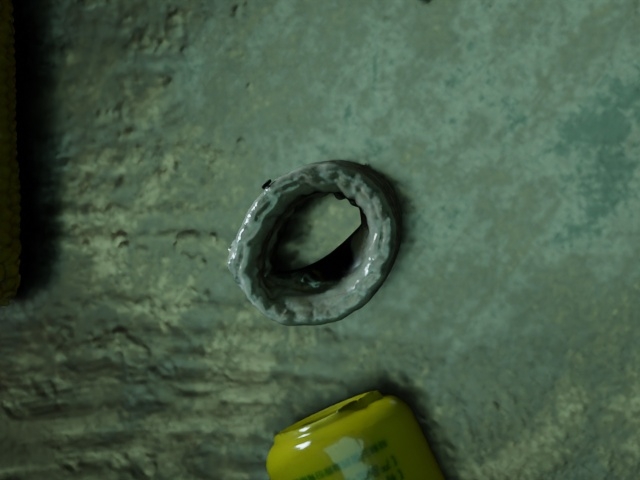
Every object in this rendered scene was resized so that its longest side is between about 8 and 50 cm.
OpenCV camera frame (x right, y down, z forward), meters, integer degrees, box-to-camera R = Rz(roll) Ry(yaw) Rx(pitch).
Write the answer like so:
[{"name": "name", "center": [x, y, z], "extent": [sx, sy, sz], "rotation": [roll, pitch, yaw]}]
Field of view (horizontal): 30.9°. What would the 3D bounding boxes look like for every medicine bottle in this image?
[{"name": "medicine bottle", "center": [0.070, 0.254, 0.791], "extent": [0.111, 0.076, 0.308], "rotation": [-26, 90, 17]}]

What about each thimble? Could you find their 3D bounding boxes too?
[{"name": "thimble", "center": [0.000, 0.000, 0.781], "extent": [0.115, 0.090, 0.102], "rotation": [-28, 92, 8]}]

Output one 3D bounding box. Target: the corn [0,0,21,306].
[{"name": "corn", "center": [-0.264, -0.103, 0.814], "extent": [0.102, 0.101, 0.310], "rotation": [1, 94, 9]}]
